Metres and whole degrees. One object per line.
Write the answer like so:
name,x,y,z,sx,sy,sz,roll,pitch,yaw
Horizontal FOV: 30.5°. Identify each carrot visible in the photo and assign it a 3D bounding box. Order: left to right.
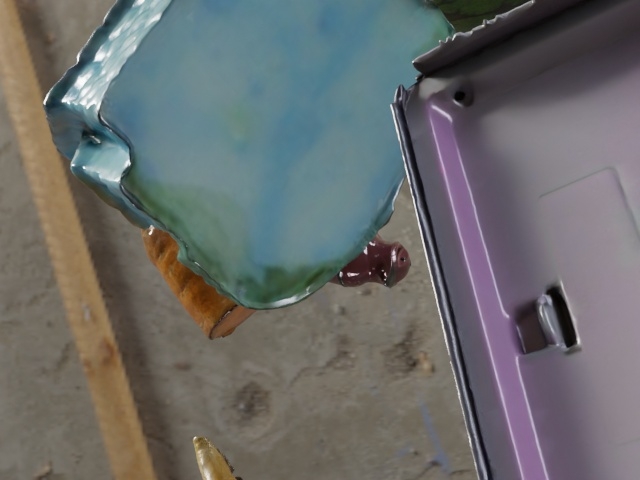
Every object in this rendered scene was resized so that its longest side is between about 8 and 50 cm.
carrot,-0.177,0.027,1.764,0.225,0.159,0.159,43,108,10

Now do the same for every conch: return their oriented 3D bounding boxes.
conch,-0.114,0.392,1.517,0.109,0.093,0.330,-44,58,29

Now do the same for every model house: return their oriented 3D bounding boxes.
model house,-0.079,-0.111,0.879,0.241,0.226,0.261,17,68,54

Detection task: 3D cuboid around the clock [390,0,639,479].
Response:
clock,0.109,0.010,0.314,0.144,0.073,0.193,-23,53,19

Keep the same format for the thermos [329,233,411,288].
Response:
thermos,-0.003,0.008,1.949,0.330,0.136,0.110,14,94,22

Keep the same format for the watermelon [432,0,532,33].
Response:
watermelon,0.103,-0.339,1.293,0.189,0.331,0.331,-38,65,-4
